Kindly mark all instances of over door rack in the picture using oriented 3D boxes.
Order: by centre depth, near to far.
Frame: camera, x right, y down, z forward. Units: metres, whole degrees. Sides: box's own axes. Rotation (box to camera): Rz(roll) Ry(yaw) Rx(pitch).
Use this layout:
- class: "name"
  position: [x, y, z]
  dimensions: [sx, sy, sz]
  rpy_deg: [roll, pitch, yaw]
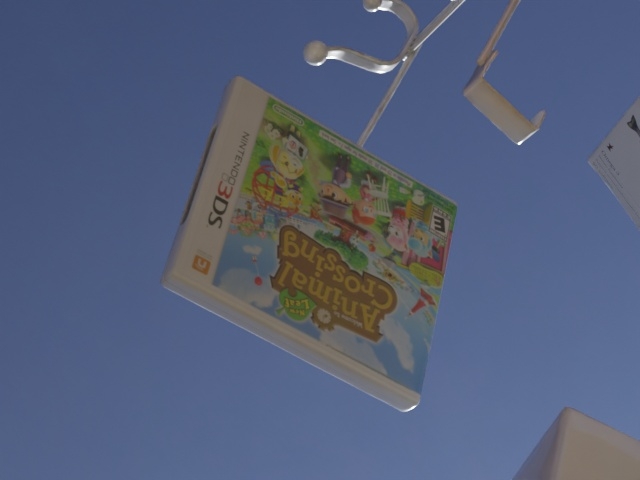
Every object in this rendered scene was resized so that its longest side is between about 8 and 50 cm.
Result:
- class: "over door rack"
  position: [0.079, -0.157, 1.152]
  dimensions: [0.108, 0.239, 0.324]
  rpy_deg: [31, -133, -17]

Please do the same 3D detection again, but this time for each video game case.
- class: "video game case"
  position: [0.000, 0.000, 1.094]
  dimensions: [0.212, 0.023, 0.193]
  rpy_deg: [29, -128, -19]

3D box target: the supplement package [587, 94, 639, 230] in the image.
- class: "supplement package"
  position: [0.347, -0.095, 1.381]
  dimensions: [0.105, 0.179, 0.105]
  rpy_deg: [-28, -105, -21]

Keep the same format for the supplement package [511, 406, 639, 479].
- class: "supplement package"
  position: [0.163, 0.282, 0.870]
  dimensions: [0.177, 0.293, 0.175]
  rpy_deg: [26, -47, -1]
